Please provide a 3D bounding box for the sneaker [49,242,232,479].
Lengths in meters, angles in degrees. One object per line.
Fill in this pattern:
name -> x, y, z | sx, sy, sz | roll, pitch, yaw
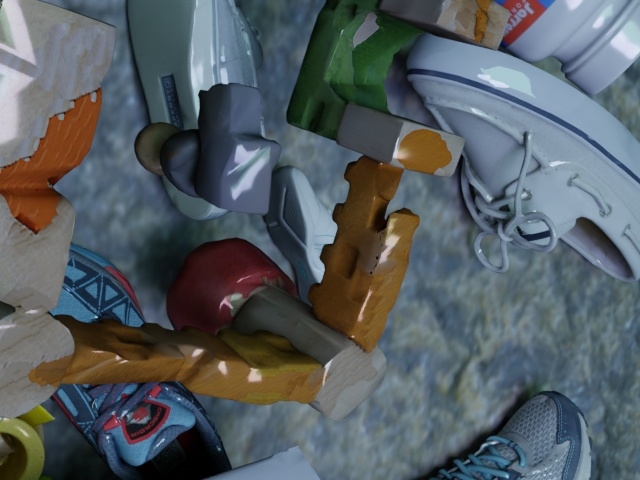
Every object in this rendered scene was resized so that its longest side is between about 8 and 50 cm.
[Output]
sneaker -> -0.136, 0.104, 0.658 | 0.104, 0.125, 0.262 | -43, 117, -17

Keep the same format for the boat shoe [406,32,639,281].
boat shoe -> 0.192, -0.043, 0.829 | 0.367, 0.136, 0.156 | 26, 89, -40

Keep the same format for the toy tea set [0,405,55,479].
toy tea set -> -0.316, 0.116, 0.556 | 0.200, 0.124, 0.336 | -48, 118, -14

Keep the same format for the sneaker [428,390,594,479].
sneaker -> 0.148, 0.255, 0.860 | 0.122, 0.110, 0.283 | 39, 79, -26

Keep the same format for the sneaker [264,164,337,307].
sneaker -> 0.000, 0.000, 0.766 | 0.061, 0.054, 0.152 | -37, 121, -29

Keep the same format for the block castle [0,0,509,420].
block castle -> -0.069, -0.134, 0.521 | 0.303, 0.213, 0.453 | 9, 103, -42

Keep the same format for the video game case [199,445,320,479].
video game case -> -0.136, 0.279, 0.637 | 0.244, 0.061, 0.269 | -10, 135, -36

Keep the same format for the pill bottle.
pill bottle -> 0.163, -0.221, 0.729 | 0.221, 0.124, 0.124 | 40, 77, -2

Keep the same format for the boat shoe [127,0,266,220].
boat shoe -> -0.084, -0.131, 0.684 | 0.081, 0.079, 0.227 | -19, 108, -46
